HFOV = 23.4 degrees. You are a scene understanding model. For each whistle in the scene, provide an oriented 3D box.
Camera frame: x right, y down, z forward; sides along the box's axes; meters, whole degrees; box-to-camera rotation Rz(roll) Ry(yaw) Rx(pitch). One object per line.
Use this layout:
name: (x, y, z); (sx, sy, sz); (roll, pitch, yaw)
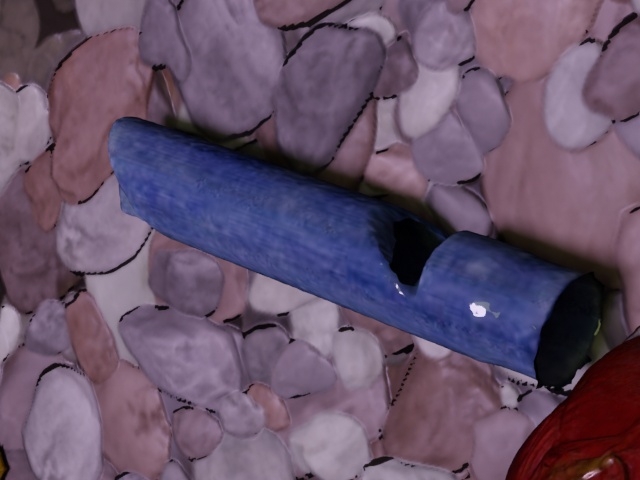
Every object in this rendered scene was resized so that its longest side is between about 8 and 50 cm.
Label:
whistle: (0.000, 0.000, 0.793); (0.304, 0.062, 0.062); (21, 106, 36)

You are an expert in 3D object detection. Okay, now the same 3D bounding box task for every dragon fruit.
dragon fruit: (0.131, 0.097, 0.642); (0.127, 0.161, 0.120); (21, 108, 24)

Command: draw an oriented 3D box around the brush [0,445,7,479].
brush: (-0.213, 0.209, 1.009); (0.082, 0.010, 0.218); (-32, 75, 35)
